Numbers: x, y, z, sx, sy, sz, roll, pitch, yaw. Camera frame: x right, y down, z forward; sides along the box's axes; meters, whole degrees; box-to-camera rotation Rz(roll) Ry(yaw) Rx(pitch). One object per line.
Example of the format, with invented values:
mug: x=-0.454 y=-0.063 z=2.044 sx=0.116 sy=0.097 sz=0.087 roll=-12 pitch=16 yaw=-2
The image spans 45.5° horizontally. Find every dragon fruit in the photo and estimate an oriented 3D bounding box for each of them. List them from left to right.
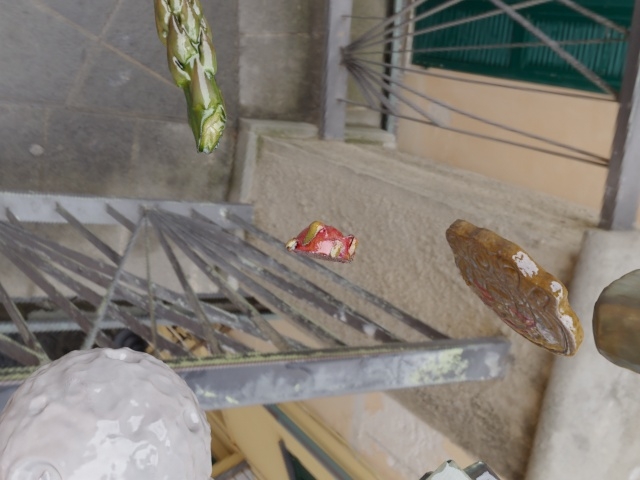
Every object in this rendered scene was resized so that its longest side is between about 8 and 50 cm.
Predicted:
dragon fruit: x=0.004 y=0.001 z=1.363 sx=0.127 sy=0.112 sz=0.068 roll=11 pitch=84 yaw=-1

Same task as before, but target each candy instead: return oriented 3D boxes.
candy: x=0.435 y=0.097 z=0.983 sx=0.234 sy=0.104 sz=0.102 roll=-18 pitch=119 yaw=-47

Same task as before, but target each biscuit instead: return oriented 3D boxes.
biscuit: x=0.328 y=0.087 z=1.310 sx=0.049 sy=0.273 sz=0.257 roll=-42 pitch=134 yaw=-13

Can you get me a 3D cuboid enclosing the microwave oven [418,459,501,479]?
microwave oven: x=0.149 y=0.425 z=0.759 sx=0.247 sy=0.333 sz=0.394 roll=-37 pitch=159 yaw=-14

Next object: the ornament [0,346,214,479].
ornament: x=-0.332 y=0.328 z=1.149 sx=0.337 sy=0.337 sz=0.336 roll=-12 pitch=113 yaw=-30

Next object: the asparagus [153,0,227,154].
asparagus: x=-0.186 y=-0.269 z=1.100 sx=0.080 sy=0.080 sz=0.287 roll=-22 pitch=99 yaw=-26
